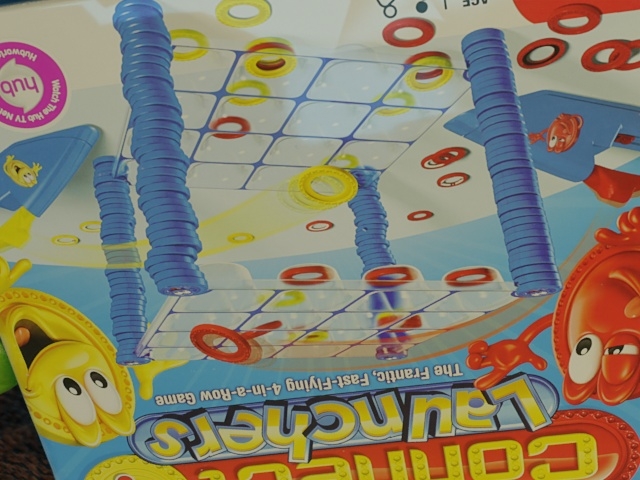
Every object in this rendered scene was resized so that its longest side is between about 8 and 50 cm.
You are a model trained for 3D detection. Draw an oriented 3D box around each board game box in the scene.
[{"bbox_3d":[0.000,0.000,0.571,0.308,0.086,0.302,-7,121,8],"label":"board game box"}]

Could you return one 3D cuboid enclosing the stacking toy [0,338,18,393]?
[{"bbox_3d":[-0.313,0.016,0.608,0.309,0.130,0.279,-26,152,38],"label":"stacking toy"}]
